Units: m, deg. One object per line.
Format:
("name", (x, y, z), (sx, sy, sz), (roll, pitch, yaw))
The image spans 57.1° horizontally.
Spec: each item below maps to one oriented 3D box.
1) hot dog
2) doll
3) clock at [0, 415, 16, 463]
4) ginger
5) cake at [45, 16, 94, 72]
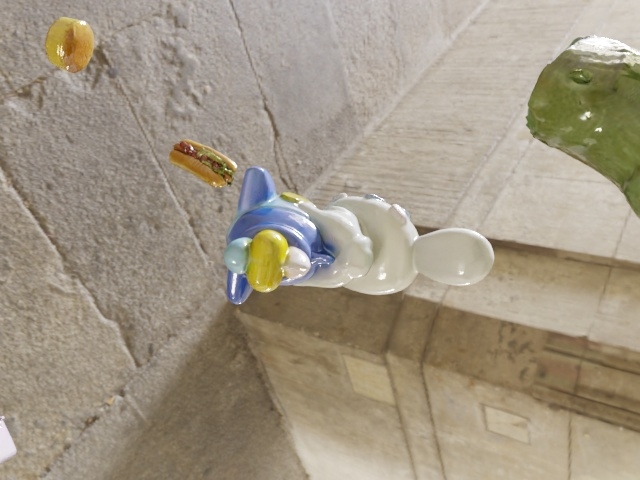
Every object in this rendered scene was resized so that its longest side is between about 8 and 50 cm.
("hot dog", (-0.120, -0.080, 0.593), (0.037, 0.083, 0.021), (-55, 154, -21))
("doll", (-0.001, -0.009, 0.851), (0.365, 0.376, 0.187), (0, 81, -30))
("clock", (-0.666, 0.395, 0.891), (0.322, 0.295, 0.113), (-28, 87, -7))
("ginger", (0.243, -0.027, 0.341), (0.137, 0.290, 0.089), (3, 130, -52))
("cake", (-0.393, -0.309, 0.927), (0.084, 0.044, 0.084), (21, 90, -87))
